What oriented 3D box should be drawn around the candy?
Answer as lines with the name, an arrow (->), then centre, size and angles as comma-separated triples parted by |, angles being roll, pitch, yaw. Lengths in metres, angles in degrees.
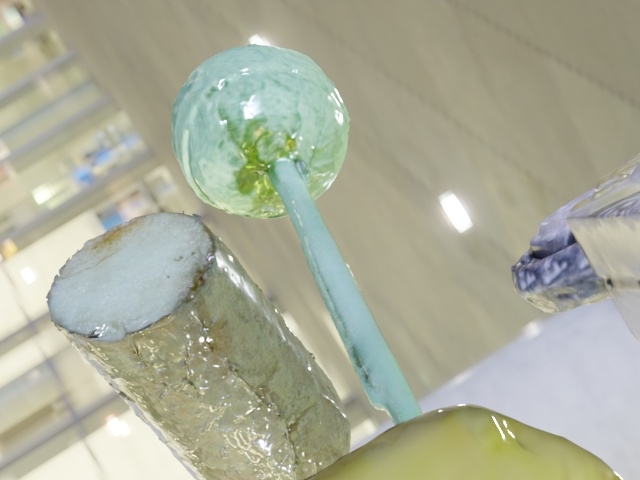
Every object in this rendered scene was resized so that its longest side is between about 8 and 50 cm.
candy -> 0.000, 0.000, 1.096 | 0.119, 0.119, 0.440 | 62, 180, -33

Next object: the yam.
yam -> -0.099, 0.112, 1.616 | 0.304, 0.168, 0.168 | 54, 179, -43

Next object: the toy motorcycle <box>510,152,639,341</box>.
toy motorcycle -> 0.202, -0.035, 0.697 | 0.108, 0.223, 0.340 | 60, 171, -3

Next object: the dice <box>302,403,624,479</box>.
dice -> 0.024, 0.218, 0.658 | 0.233, 0.227, 0.238 | 53, -147, 12
